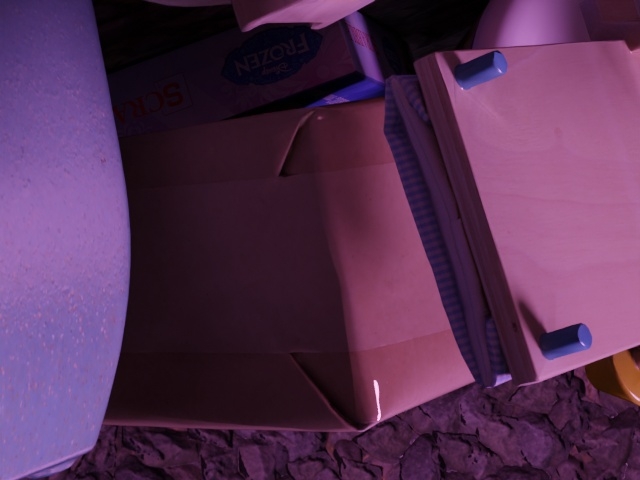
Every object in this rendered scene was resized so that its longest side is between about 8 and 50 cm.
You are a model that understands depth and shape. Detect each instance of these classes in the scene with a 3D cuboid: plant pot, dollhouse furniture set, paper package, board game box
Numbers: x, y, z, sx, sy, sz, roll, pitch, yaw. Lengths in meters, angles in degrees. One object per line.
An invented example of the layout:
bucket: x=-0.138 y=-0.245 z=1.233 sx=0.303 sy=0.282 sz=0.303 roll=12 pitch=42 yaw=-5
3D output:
plant pot: x=-0.227 y=0.010 z=0.710 sx=0.248 sy=0.252 sz=0.247 roll=-19 pitch=176 yaw=16
dollhouse furniture set: x=0.017 y=-0.044 z=0.651 sx=0.198 sy=0.303 sz=0.286 roll=-21 pitch=175 yaw=41
paper package: x=0.000 y=0.000 z=0.965 sx=0.309 sy=0.168 sz=0.325 roll=-5 pitch=-174 yaw=40
board game box: x=-0.094 y=-0.098 z=1.260 sx=0.318 sy=0.066 sz=0.319 roll=-18 pitch=176 yaw=14

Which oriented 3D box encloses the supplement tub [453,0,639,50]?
supplement tub: x=0.221 y=-0.107 z=1.268 sx=0.241 sy=0.241 sz=0.331 roll=-17 pitch=177 yaw=-4
